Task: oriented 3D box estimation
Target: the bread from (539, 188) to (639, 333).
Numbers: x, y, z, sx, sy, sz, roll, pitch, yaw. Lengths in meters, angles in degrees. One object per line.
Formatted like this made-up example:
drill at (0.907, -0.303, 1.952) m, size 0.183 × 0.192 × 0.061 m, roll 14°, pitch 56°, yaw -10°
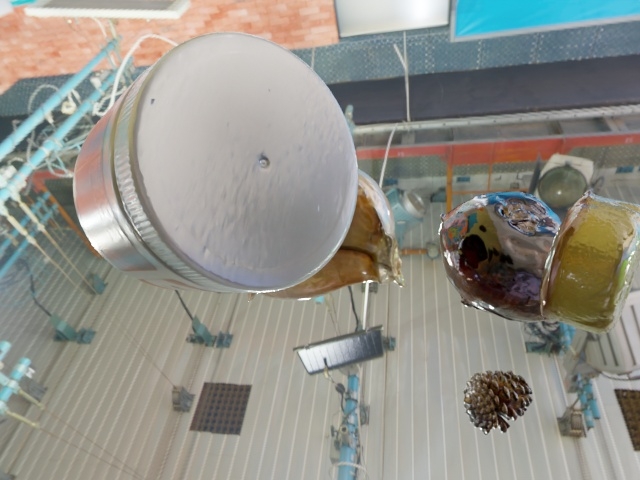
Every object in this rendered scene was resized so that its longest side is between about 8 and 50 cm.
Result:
bread at (0.291, 0.024, 0.485) m, size 0.086 × 0.156 × 0.125 m, roll 19°, pitch -167°, yaw 36°

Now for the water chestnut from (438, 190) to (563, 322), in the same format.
water chestnut at (0.433, 0.050, 1.078) m, size 0.351 × 0.302 × 0.350 m, roll 12°, pitch -142°, yaw -10°

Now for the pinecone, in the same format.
pinecone at (0.288, 0.256, 0.728) m, size 0.109 × 0.102 × 0.102 m, roll -29°, pitch -133°, yaw -7°

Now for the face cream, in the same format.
face cream at (-0.099, -0.053, 0.407) m, size 0.187 × 0.201 × 0.201 m, roll -6°, pitch -143°, yaw 51°

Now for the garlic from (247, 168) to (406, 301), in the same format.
garlic at (0.000, 0.000, 0.871) m, size 0.313 × 0.286 × 0.249 m, roll -3°, pitch -113°, yaw 18°
